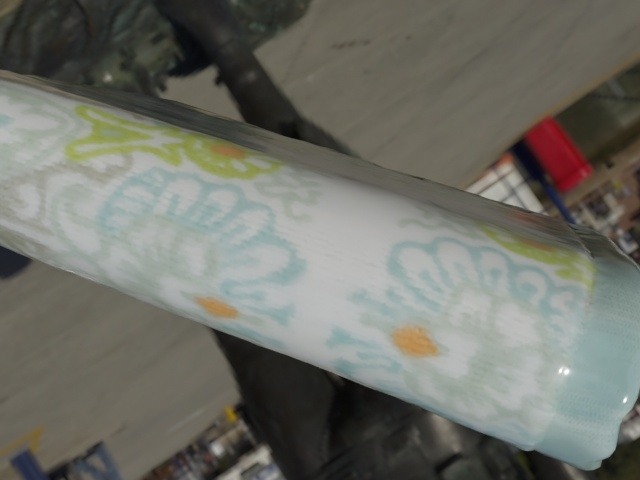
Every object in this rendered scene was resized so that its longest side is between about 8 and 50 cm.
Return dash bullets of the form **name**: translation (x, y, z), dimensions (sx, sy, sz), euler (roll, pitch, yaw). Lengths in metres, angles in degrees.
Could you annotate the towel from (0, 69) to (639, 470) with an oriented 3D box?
- **towel**: translation (0.000, 0.000, 0.664), dimensions (0.374, 0.321, 0.090), euler (-20, 126, -80)
